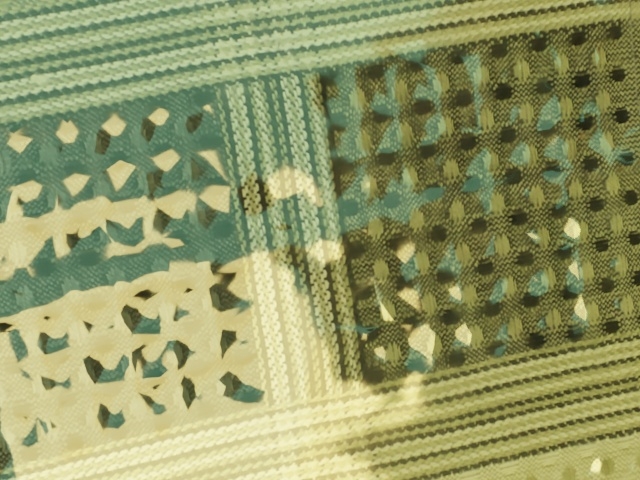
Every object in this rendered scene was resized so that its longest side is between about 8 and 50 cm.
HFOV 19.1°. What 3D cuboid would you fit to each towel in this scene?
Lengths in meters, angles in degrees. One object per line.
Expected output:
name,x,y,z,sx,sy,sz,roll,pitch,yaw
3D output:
towel,0.000,0.000,0.749,0.324,0.056,0.312,-10,101,-15
